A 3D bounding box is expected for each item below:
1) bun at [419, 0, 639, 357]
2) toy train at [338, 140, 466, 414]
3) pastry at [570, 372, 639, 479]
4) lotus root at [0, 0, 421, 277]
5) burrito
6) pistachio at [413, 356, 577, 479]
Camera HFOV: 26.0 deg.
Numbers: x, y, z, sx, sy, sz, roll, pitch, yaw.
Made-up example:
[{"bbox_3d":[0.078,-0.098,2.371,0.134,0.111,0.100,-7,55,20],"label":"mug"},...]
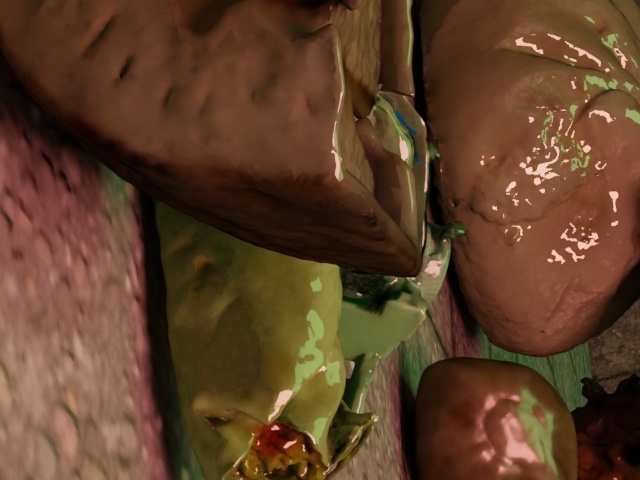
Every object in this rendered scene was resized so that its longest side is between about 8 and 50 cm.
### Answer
[{"bbox_3d":[0.212,-0.086,1.229,0.360,0.211,0.360,-8,90,-77],"label":"bun"},{"bbox_3d":[0.000,0.000,0.590,0.149,0.099,0.081,-90,-161,-59],"label":"toy train"},{"bbox_3d":[0.322,0.302,1.279,0.337,0.292,0.405,59,34,-32],"label":"pastry"},{"bbox_3d":[-0.031,-0.104,0.417,0.119,0.138,0.235,20,62,-69],"label":"lotus root"},{"bbox_3d":[-0.012,-0.043,0.513,0.054,0.104,0.288,104,-18,-73],"label":"burrito"},{"bbox_3d":[0.114,0.150,0.923,0.108,0.126,0.185,-41,140,-21],"label":"pistachio"}]
